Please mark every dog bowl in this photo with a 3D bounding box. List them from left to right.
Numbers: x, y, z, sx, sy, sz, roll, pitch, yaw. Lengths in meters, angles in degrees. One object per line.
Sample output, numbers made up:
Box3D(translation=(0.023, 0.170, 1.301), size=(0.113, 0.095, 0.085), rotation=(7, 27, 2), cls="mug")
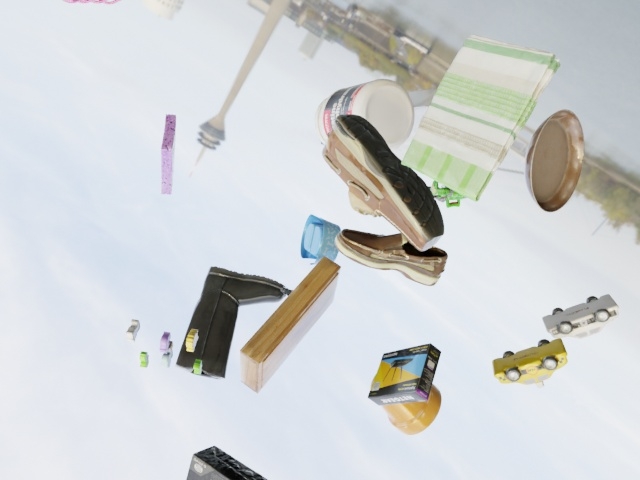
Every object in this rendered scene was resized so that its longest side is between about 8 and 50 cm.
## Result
Box3D(translation=(0.000, 0.000, 1.841), size=(0.074, 0.165, 0.297), rotation=(12, -176, -15), cls="dog bowl")

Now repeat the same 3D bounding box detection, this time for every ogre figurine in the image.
Box3D(translation=(0.406, -0.158, 1.710), size=(0.118, 0.096, 0.197), rotation=(6, 165, -12), cls="ogre figurine")

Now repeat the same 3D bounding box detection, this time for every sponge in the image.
Box3D(translation=(-0.403, -0.223, 1.378), size=(0.031, 0.210, 0.117), rotation=(5, -119, -14), cls="sponge")

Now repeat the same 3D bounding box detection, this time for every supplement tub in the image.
Box3D(translation=(0.117, -0.344, 1.474), size=(0.191, 0.191, 0.272), rotation=(22, 176, -28), cls="supplement tub")

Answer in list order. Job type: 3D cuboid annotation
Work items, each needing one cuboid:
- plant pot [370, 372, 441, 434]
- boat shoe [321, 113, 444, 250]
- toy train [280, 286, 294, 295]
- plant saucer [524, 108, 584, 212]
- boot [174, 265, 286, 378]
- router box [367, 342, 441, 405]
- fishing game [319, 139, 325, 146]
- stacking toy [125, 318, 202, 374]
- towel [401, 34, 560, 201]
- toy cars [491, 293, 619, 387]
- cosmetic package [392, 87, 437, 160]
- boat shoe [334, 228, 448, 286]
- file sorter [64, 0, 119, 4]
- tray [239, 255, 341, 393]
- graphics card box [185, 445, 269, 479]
Box3D(translation=(0.282, 0.536, 1.812), size=(0.188, 0.205, 0.205), rotation=(43, -164, -18), cls="plant pot")
Box3D(translation=(0.116, -0.107, 1.041), size=(0.123, 0.120, 0.324), rotation=(-10, -121, -47), cls="boat shoe")
Box3D(translation=(-0.093, 0.196, 1.882), size=(0.036, 0.027, 0.158), rotation=(30, 179, 38), cls="toy train")
Box3D(translation=(0.710, -0.242, 1.592), size=(0.311, 0.310, 0.050), rotation=(15, -178, -41), cls="plant saucer")
Box3D(translation=(-0.362, 0.355, 2.152), size=(0.367, 0.146, 0.445), rotation=(11, -123, 3), cls="boot")
Box3D(translation=(0.205, 0.331, 1.278), size=(0.046, 0.179, 0.133), rotation=(38, -126, -17), cls="router box")
Box3D(translation=(0.063, -0.323, 1.979), size=(0.189, 0.041, 0.264), rotation=(45, -162, -32), cls="fishing game")
Box3D(translation=(-0.398, 0.288, 1.344), size=(0.167, 0.221, 0.052), rotation=(10, -132, 0), cls="stacking toy")
Box3D(translation=(0.157, -0.126, 0.530), size=(0.023, 0.152, 0.113), rotation=(16, -163, -43), cls="towel")
Box3D(translation=(0.626, 0.274, 1.366), size=(0.087, 0.394, 0.176), rotation=(61, 160, -10), cls="toy cars")
Box3D(translation=(0.292, -0.397, 1.886), size=(0.377, 0.097, 0.284), rotation=(7, 147, 41), cls="cosmetic package")
Box3D(translation=(0.163, 0.013, 1.160), size=(0.258, 0.095, 0.095), rotation=(18, -147, -12), cls="boat shoe")
Box3D(translation=(-0.465, -0.603, 1.063), size=(0.290, 0.202, 0.182), rotation=(-86, -27, -67), cls="file sorter")
Box3D(translation=(-0.085, 0.252, 1.581), size=(0.076, 0.202, 0.411), rotation=(30, -127, 16), cls="tray")
Box3D(translation=(-0.259, 0.744, 1.308), size=(0.233, 0.370, 0.094), rotation=(17, -174, 31), cls="graphics card box")
